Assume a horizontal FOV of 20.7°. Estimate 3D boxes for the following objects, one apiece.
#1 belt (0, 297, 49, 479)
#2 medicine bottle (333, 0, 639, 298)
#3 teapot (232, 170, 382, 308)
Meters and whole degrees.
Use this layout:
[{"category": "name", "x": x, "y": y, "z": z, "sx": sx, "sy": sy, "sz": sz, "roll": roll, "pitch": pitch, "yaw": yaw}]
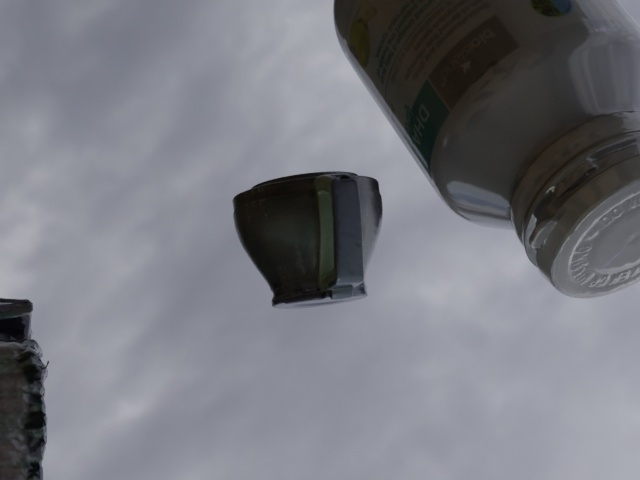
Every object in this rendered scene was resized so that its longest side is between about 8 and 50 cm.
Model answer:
[{"category": "belt", "x": -0.224, "y": 0.176, "z": 0.859, "sx": 0.207, "sy": 0.160, "sz": 0.295, "roll": -157, "pitch": -109, "yaw": -75}, {"category": "medicine bottle", "x": 0.106, "y": -0.077, "z": 0.915, "sx": 0.135, "sy": 0.135, "sz": 0.215, "roll": -52, "pitch": -130, "yaw": 28}, {"category": "teapot", "x": 0.000, "y": 0.000, "z": 0.762, "sx": 0.088, "sy": 0.066, "sz": 0.057, "roll": 152, "pitch": -69, "yaw": -70}]
